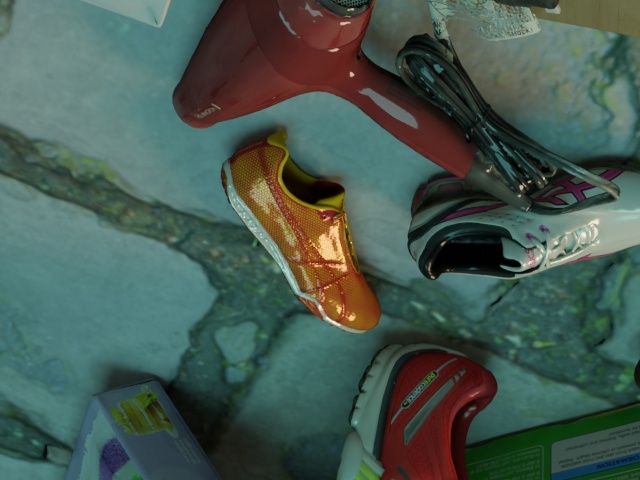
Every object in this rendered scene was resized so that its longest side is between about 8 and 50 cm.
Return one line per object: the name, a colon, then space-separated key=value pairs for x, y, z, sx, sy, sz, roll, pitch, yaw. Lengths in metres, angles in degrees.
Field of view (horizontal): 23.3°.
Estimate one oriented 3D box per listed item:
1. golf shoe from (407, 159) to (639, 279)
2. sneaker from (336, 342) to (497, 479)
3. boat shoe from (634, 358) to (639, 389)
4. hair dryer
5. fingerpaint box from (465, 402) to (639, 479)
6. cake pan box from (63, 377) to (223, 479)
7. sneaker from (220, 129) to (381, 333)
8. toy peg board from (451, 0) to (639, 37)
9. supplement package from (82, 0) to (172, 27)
golf shoe: x=0.152 y=-0.003 z=1.048 sx=0.186 sy=0.086 sz=0.067 roll=-6 pitch=127 yaw=11
sneaker: x=0.065 y=0.207 z=1.110 sx=0.118 sy=0.279 sz=0.107 roll=8 pitch=162 yaw=17
boat shoe: x=0.335 y=0.079 z=1.091 sx=0.224 sy=0.080 sz=0.073 roll=-24 pitch=117 yaw=19
hair dryer: x=0.028 y=-0.089 z=0.961 sx=0.294 sy=0.080 sz=0.223 roll=8 pitch=137 yaw=27
fingerpaint box: x=0.230 y=0.331 z=1.256 sx=0.445 sy=0.163 sz=0.371 roll=-17 pitch=124 yaw=21
cake pan box: x=-0.129 y=0.284 z=1.230 sx=0.070 sy=0.245 sz=0.267 roll=-10 pitch=141 yaw=-34
sneaker: x=0.000 y=0.000 z=1.087 sx=0.067 sy=0.064 sz=0.175 roll=-28 pitch=123 yaw=15
toy peg board: x=0.153 y=-0.198 z=0.881 sx=0.161 sy=0.079 sz=0.161 roll=13 pitch=157 yaw=16
supplement package: x=-0.131 y=-0.284 z=0.821 sx=0.204 sy=0.145 sz=0.262 roll=19 pitch=129 yaw=-7
